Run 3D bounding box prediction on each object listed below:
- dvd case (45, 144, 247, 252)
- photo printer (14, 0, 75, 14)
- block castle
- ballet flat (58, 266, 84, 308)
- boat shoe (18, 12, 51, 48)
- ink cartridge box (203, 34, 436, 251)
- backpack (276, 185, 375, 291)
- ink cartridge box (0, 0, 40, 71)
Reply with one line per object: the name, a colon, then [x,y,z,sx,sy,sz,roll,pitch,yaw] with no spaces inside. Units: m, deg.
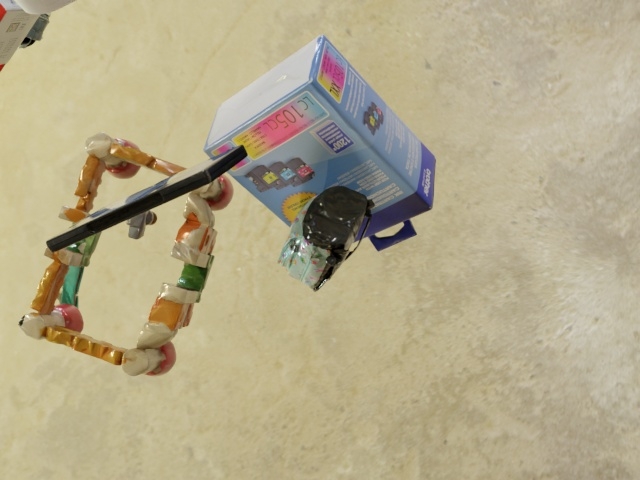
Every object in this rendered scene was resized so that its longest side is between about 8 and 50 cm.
dvd case: [-0.236,-0.061,0.962,0.253,0.180,0.022,-21,104,16]
photo printer: [-0.452,-0.563,1.230,0.307,0.256,0.107,-38,65,-23]
block castle: [-0.380,0.031,1.417,0.303,0.213,0.453,18,86,4]
ballet flat: [-0.582,0.116,1.562,0.083,0.087,0.247,-131,49,-63]
boat shoe: [-0.832,-0.581,1.890,0.319,0.116,0.099,9,89,48]
ink cartridge box: [0.027,-0.137,1.262,0.270,0.395,0.151,-25,39,35]
backpack: [0.000,0.000,1.183,0.115,0.152,0.182,37,141,6]
ink cartridge box: [-0.864,-0.573,1.648,0.272,0.130,0.309,-40,93,30]
